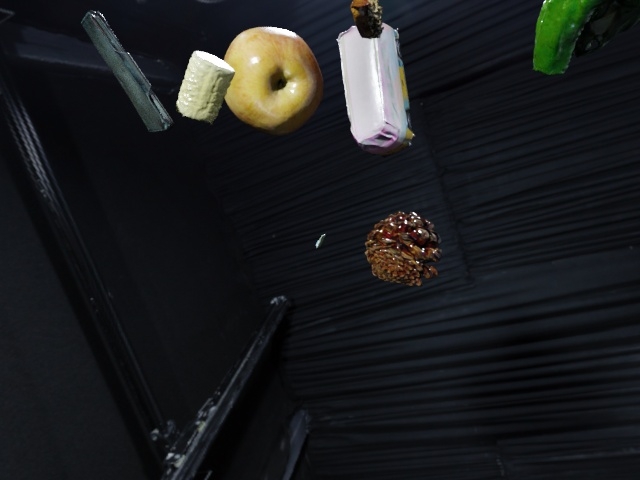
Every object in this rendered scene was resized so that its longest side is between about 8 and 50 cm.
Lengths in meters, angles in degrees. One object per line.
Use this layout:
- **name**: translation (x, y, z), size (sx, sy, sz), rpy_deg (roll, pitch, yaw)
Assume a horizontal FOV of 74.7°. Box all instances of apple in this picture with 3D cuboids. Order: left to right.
- **apple**: translation (-0.177, -0.587, 1.563), size (0.391, 0.391, 0.346), rpy_deg (61, 179, -34)

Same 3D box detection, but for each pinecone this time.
- **pinecone**: translation (0.233, 0.017, 1.166), size (0.221, 0.221, 0.221), rpy_deg (-15, -90, -71)

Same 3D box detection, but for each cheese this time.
- **cheese**: translation (-0.321, -0.421, 1.160), size (0.123, 0.167, 0.094), rpy_deg (10, -146, -37)

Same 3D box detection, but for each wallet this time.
- **wallet**: translation (-0.506, -0.435, 1.110), size (0.045, 0.172, 0.318), rpy_deg (-40, -59, -22)

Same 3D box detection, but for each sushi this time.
- **sushi**: translation (0.098, -0.444, 0.834), size (0.120, 0.055, 0.052), rpy_deg (32, -127, -65)

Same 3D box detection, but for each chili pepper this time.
- **chili pepper**: translation (0.617, -0.544, 0.909), size (0.385, 0.213, 0.167), rpy_deg (97, -165, -48)

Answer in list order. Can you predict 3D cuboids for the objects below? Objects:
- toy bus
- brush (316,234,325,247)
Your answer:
- **toy bus**: translation (0.160, -0.453, 1.273), size (0.162, 0.171, 0.386), rpy_deg (-4, -96, -49)
- **brush**: translation (0.000, 0.000, 1.409), size (0.013, 0.016, 0.083), rpy_deg (63, 156, 20)
